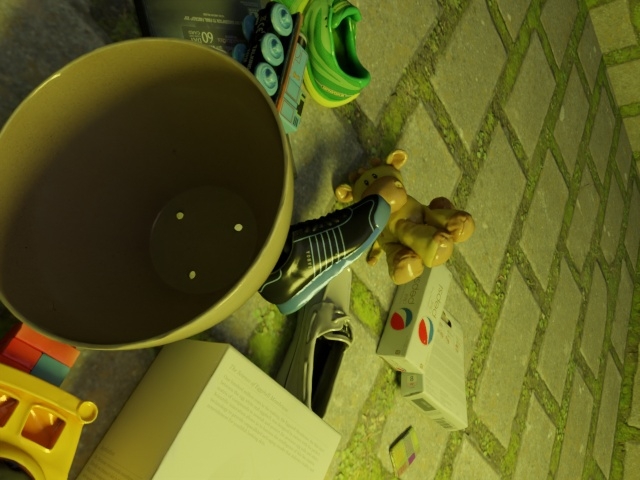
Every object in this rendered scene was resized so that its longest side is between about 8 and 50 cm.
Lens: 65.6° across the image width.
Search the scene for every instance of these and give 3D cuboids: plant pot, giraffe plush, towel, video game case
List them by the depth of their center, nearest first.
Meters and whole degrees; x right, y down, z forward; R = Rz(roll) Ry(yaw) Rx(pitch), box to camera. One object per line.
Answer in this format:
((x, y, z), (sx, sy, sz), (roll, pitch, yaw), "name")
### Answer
((-0.151, -0.026, 0.510), (0.191, 0.283, 0.284), (63, 36, -71), "plant pot")
((-0.134, -0.204, 0.686), (0.196, 0.026, 0.275), (-19, 99, -45), "video game case")
((0.126, -0.055, 0.834), (0.181, 0.210, 0.171), (-40, 111, -13), "giraffe plush")
((0.160, 0.400, 0.941), (0.083, 0.009, 0.060), (-26, 104, -45), "towel")

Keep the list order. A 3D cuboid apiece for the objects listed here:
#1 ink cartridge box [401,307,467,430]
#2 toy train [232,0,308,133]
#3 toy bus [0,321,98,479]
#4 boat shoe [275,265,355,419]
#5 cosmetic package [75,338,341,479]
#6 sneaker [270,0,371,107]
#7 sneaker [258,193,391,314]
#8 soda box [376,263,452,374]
((0.235, 0.244, 1.020), (0.189, 0.066, 0.233), (43, 37, -34), "ink cartridge box")
((-0.066, -0.238, 0.690), (0.105, 0.080, 0.184), (34, 60, -49), "toy train")
((-0.304, 0.142, 0.405), (0.220, 0.149, 0.212), (42, 45, -32), "toy bus")
((0.008, 0.141, 0.753), (0.096, 0.088, 0.268), (42, 59, -35), "boat shoe")
((-0.124, 0.266, 0.568), (0.224, 0.138, 0.225), (49, 56, -31), "cosmetic package")
((0.001, -0.360, 0.769), (0.109, 0.123, 0.296), (-43, 115, -39), "sneaker")
((0.000, 0.000, 0.718), (0.232, 0.081, 0.090), (-44, 114, -9), "sneaker")
((0.182, 0.138, 0.946), (0.074, 0.069, 0.216), (43, 57, -34), "soda box")
